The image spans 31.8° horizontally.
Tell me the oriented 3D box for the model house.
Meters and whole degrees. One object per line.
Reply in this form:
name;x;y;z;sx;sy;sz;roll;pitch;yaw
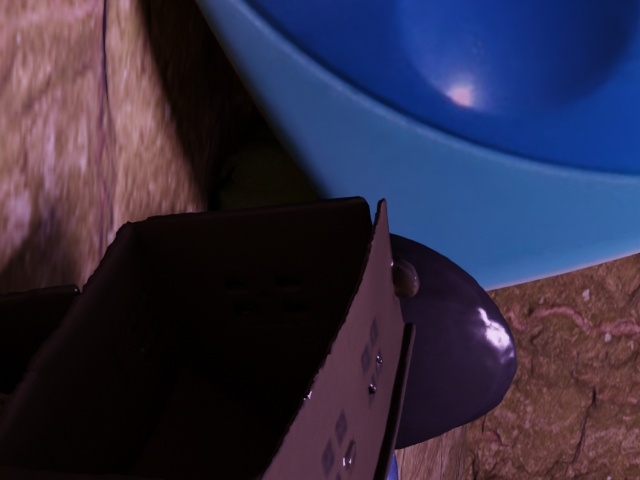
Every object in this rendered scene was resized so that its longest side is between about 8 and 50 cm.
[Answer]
model house;-0.055;0.136;0.528;0.211;0.204;0.243;-66;147;-51

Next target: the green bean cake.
green bean cake;0.000;0.000;0.886;0.200;0.113;0.214;-56;147;-60

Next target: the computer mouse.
computer mouse;-0.007;0.063;0.676;0.086;0.269;0.138;-40;115;-30

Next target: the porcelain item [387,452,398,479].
porcelain item;-0.022;0.181;0.798;0.114;0.147;0.147;-51;144;-65

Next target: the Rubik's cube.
Rubik's cube;0.140;-0.208;0.714;0.352;0.351;0.347;57;29;-20
